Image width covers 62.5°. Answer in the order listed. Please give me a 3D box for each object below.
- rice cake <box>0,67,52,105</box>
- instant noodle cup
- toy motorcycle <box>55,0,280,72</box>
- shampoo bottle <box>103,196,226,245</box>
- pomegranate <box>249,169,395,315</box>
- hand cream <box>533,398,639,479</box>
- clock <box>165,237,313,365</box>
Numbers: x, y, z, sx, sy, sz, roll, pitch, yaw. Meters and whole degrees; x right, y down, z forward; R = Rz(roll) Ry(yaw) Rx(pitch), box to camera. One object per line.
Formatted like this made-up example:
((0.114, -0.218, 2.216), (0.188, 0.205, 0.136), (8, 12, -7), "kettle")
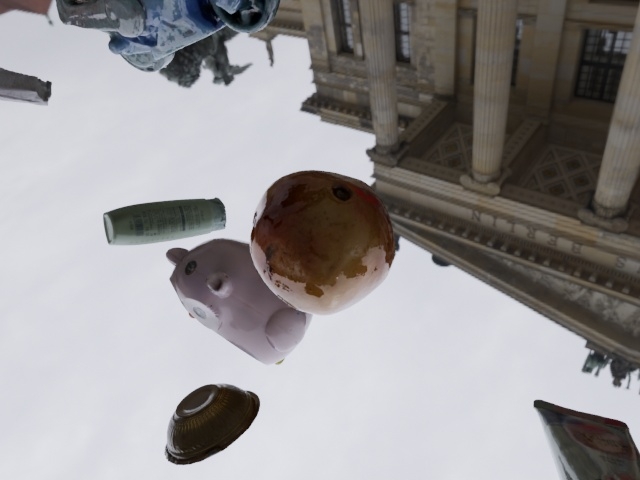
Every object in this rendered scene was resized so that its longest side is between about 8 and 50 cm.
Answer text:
((-0.501, -0.237, 0.800), (0.049, 0.055, 0.270), (0, -168, 7), "rice cake")
((-0.296, 0.442, 1.354), (0.274, 0.090, 0.274), (-23, -164, 7), "instant noodle cup")
((-0.216, -0.340, 0.656), (0.319, 0.241, 0.182), (-5, -120, 37), "toy motorcycle")
((-0.266, -0.034, 0.927), (0.212, 0.072, 0.049), (-9, 179, -41), "shampoo bottle")
((0.003, -0.004, 0.742), (0.209, 0.209, 0.209), (-6, -137, 6), "pomegranate")
((0.319, 0.267, 0.585), (0.124, 0.077, 0.341), (11, -166, 14), "hand cream")
((-0.199, 0.135, 1.382), (0.368, 0.377, 0.250), (25, -104, 43), "clock")
